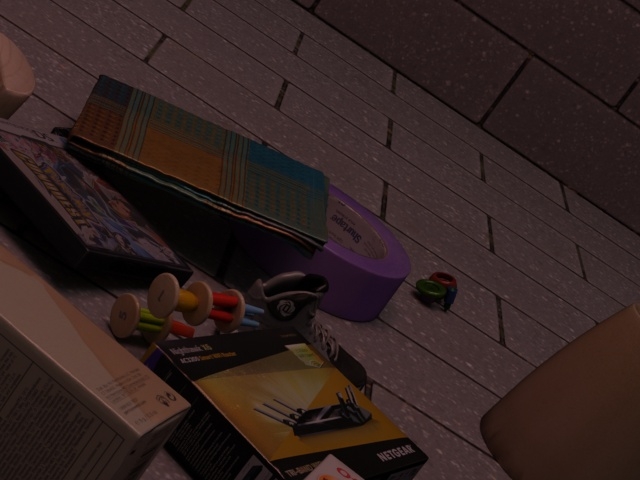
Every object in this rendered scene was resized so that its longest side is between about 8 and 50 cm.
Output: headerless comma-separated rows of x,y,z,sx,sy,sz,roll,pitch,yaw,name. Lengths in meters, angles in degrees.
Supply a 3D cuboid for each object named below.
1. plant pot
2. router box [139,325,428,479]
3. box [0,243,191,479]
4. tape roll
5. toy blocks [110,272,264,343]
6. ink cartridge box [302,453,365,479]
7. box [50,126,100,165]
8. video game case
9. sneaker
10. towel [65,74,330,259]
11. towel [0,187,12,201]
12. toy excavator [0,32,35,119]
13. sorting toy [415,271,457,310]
0.408,0.230,2.215,0.256,0.274,0.256,31,19,-12,plant pot
-0.046,0.211,1.766,0.243,0.081,0.309,43,19,21,router box
-0.293,0.119,1.458,0.311,0.148,0.121,40,18,9,box
0.000,0.000,2.349,0.274,0.090,0.275,32,19,-13,tape roll
-0.151,0.088,1.827,0.148,0.123,0.054,16,58,-43,toy blocks
-0.003,0.332,1.407,0.171,0.168,0.232,38,18,8,ink cartridge box
-0.331,-0.131,2.194,0.067,0.018,0.083,42,19,20,box
-0.310,-0.053,1.959,0.275,0.035,0.248,45,12,23,video game case
-0.007,0.112,1.994,0.228,0.132,0.086,24,22,-31,sneaker
-0.161,-0.106,2.181,0.370,0.040,0.271,23,22,-8,towel
-0.420,-0.092,1.927,0.067,0.029,0.119,21,22,-48,towel
-0.612,-0.335,1.978,0.445,0.222,0.433,57,24,17,toy excavator
0.191,0.087,2.564,0.061,0.042,0.102,26,26,22,sorting toy
